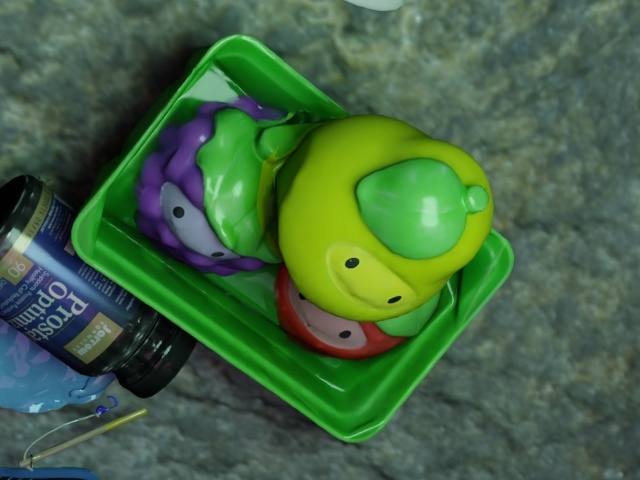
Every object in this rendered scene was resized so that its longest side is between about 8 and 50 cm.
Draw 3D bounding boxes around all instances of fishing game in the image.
[{"bbox_3d":[-0.265,0.077,1.740,0.189,0.041,0.264,-27,111,-10],"label":"fishing game"}]

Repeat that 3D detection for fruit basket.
[{"bbox_3d":[0.000,0.000,1.589,0.392,0.392,0.283,37,96,-24],"label":"fruit basket"}]

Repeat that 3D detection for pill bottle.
[{"bbox_3d":[-0.222,0.048,1.660,0.219,0.123,0.123,38,99,-21],"label":"pill bottle"}]

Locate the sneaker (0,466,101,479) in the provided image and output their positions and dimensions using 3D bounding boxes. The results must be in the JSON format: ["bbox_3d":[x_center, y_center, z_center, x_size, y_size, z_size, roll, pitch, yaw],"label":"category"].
[{"bbox_3d":[-0.322,0.273,1.778,0.232,0.090,0.081,-5,113,-12],"label":"sneaker"}]

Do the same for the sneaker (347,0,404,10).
[{"bbox_3d":[-0.004,-0.280,1.633,0.212,0.080,0.094,24,100,-19],"label":"sneaker"}]
